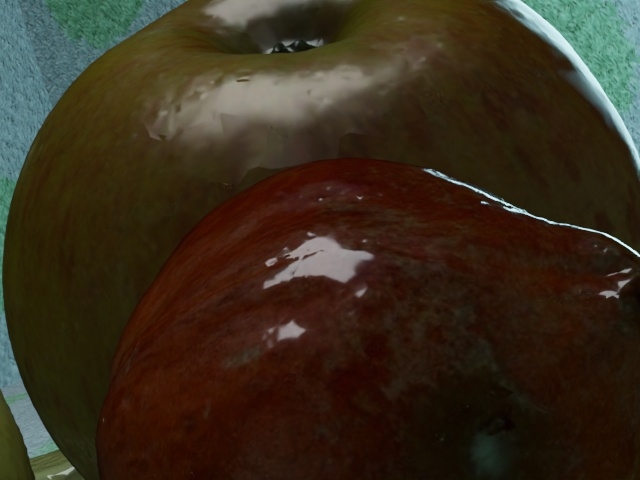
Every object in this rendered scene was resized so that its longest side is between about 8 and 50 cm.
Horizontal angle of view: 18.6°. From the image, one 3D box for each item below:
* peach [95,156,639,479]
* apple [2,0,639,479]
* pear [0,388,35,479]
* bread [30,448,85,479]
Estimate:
[{"bbox_3d":[0.035,0.072,0.835,0.256,0.232,0.232,-37,-9,34],"label":"peach"},{"bbox_3d":[0.000,0.000,1.195,0.400,0.334,0.400,-20,7,3],"label":"apple"},{"bbox_3d":[-0.282,0.120,0.786,0.348,0.348,0.348,-18,2,1],"label":"pear"},{"bbox_3d":[-0.207,0.202,1.565,0.139,0.060,0.178,-19,2,-21],"label":"bread"}]
